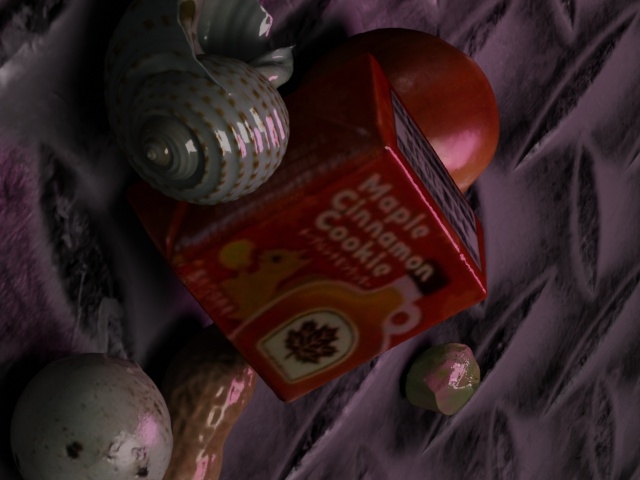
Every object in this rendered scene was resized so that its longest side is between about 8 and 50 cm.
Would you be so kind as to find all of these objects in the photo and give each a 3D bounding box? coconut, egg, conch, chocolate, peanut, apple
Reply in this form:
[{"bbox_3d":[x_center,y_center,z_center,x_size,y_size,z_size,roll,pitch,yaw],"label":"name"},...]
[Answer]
[{"bbox_3d":[0.141,0.154,2.166,0.083,0.081,0.082,11,88,-54],"label":"coconut"},{"bbox_3d":[-0.179,0.158,1.544,0.131,0.131,0.164,-60,165,-14],"label":"egg"},{"bbox_3d":[-0.097,-0.113,1.469,0.131,0.172,0.200,-33,-170,19],"label":"conch"},{"bbox_3d":[0.000,0.000,1.587,0.235,0.108,0.237,-28,131,8],"label":"chocolate"},{"bbox_3d":[-0.118,0.169,1.706,0.104,0.086,0.227,90,24,-88],"label":"peanut"},{"bbox_3d":[0.058,-0.095,1.716,0.199,0.199,0.199,-41,143,-40],"label":"apple"}]
